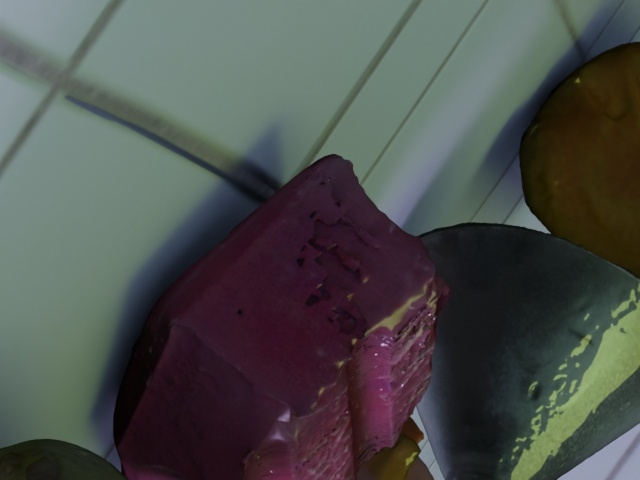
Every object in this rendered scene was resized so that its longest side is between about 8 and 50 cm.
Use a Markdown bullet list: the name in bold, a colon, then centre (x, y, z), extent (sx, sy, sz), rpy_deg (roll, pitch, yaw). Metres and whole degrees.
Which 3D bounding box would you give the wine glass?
- **wine glass**: centre (0.117, 0.217, 1.352), extent (0.267, 0.267, 0.406), rpy_deg (104, 5, -52)

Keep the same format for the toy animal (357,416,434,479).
- **toy animal**: centre (0.014, 0.259, 1.547), extent (0.195, 0.169, 0.281), rpy_deg (-50, 167, 18)

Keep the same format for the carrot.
- **carrot**: centre (0.322, -0.060, 1.663), extent (0.241, 0.241, 0.341), rpy_deg (-57, 163, 7)

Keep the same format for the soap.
- **soap**: centre (-0.027, 0.100, 1.164), extent (0.220, 0.127, 0.325), rpy_deg (-42, 162, -16)

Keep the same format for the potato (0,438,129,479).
- **potato**: centre (-0.156, 0.250, 0.945), extent (0.243, 0.221, 0.326), rpy_deg (-59, 165, -19)
